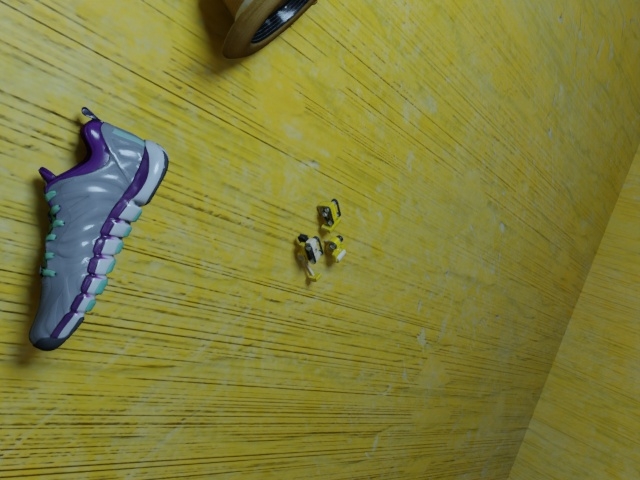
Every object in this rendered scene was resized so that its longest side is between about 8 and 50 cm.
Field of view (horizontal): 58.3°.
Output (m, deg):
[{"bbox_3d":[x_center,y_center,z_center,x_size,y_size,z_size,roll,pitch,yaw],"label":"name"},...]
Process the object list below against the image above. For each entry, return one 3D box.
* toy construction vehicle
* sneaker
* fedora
[{"bbox_3d":[0.000,0.000,0.822,0.086,0.035,0.098,-51,140,-35],"label":"toy construction vehicle"},{"bbox_3d":[-0.238,-0.011,0.544,0.098,0.083,0.223,31,78,-28],"label":"sneaker"},{"bbox_3d":[-0.048,-0.274,0.589,0.079,0.194,0.194,46,67,-8],"label":"fedora"}]
